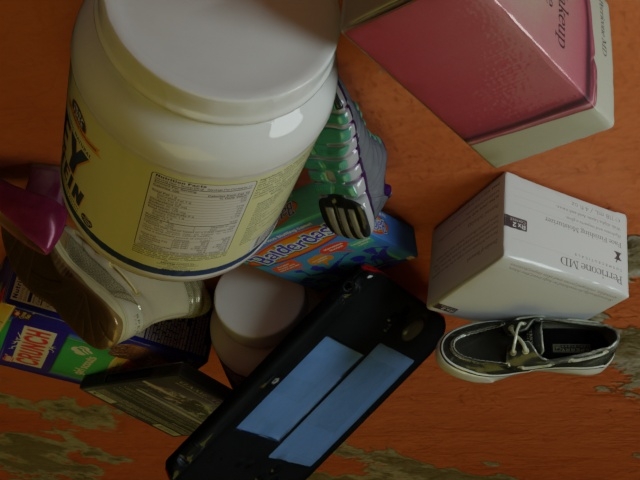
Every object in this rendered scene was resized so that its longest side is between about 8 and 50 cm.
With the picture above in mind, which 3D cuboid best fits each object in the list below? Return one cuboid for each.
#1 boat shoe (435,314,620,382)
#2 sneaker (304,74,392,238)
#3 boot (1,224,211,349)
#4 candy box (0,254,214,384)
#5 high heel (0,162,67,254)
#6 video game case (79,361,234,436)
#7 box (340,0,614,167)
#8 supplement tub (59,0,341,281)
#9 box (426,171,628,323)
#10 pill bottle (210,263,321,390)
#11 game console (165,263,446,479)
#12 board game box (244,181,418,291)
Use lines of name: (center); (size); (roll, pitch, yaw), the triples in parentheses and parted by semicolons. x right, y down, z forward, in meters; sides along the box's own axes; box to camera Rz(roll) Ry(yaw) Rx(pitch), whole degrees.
boat shoe: (0.251, 0.124, 1.277); (0.219, 0.077, 0.070); (-3, 152, -1)
sneaker: (0.025, -0.113, 1.160); (0.083, 0.098, 0.223); (10, 133, 30)
boot: (-0.290, 0.028, 1.428); (0.203, 0.262, 0.095); (-15, 139, -52)
candy box: (-0.355, 0.133, 1.628); (0.317, 0.122, 0.268); (20, 150, -19)
high heel: (-0.439, -0.040, 1.336); (0.244, 0.117, 0.082); (5, 152, 4)
video game case: (-0.218, 0.248, 1.605); (0.196, 0.026, 0.274); (35, 147, -32)
box: (0.140, -0.191, 0.894); (0.127, 0.148, 0.232); (-18, 143, 37)
supplement tub: (-0.119, -0.124, 0.986); (0.236, 0.235, 0.325); (13, 151, -10)
box: (0.253, 0.027, 1.298); (0.181, 0.119, 0.182); (17, 150, -19)
pill bottle: (-0.068, 0.146, 1.535); (0.169, 0.169, 0.301); (3, 152, 8)
game console: (-0.003, 0.212, 1.468); (0.386, 0.060, 0.342); (-46, 155, 5)
board game box: (0.000, 0.000, 1.323); (0.160, 0.047, 0.210); (-22, 152, 31)
